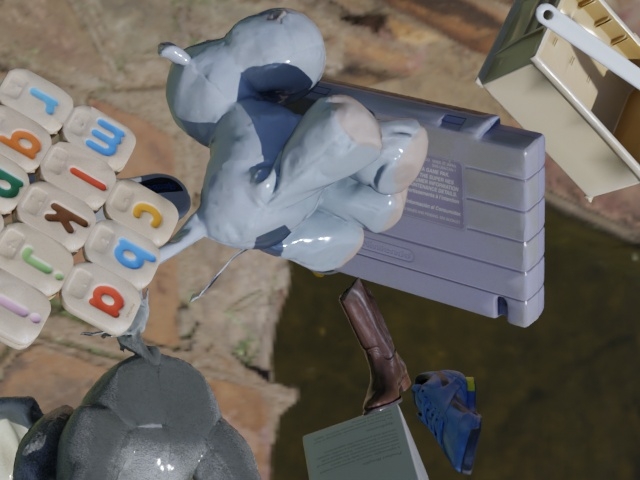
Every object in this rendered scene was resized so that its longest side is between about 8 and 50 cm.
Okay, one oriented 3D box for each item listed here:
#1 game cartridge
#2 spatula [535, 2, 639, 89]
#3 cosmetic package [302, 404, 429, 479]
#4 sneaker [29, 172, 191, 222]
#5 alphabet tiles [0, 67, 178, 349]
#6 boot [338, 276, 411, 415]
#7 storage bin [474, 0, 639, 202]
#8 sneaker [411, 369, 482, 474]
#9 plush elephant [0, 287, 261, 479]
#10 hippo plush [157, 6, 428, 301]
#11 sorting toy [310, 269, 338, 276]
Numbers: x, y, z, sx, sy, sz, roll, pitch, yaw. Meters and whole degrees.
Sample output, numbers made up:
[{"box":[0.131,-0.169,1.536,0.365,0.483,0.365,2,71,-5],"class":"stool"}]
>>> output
[{"box":[0.083,-0.053,1.489,0.068,0.355,0.230,-35,132,-46],"class":"game cartridge"},{"box":[0.307,-0.171,1.102,0.242,0.019,0.168,33,98,-6],"class":"spatula"},{"box":[0.076,0.359,1.884,0.183,0.151,0.151,-101,170,-59],"class":"cosmetic package"},{"box":[-0.259,-0.018,1.477,0.217,0.121,0.079,3,58,-37],"class":"sneaker"},{"box":[-0.273,-0.037,1.219,0.278,0.021,0.284,30,45,-12],"class":"alphabet tiles"},{"box":[0.041,0.094,1.216,0.114,0.037,0.106,68,17,-5],"class":"boot"},{"box":[0.381,-0.237,1.881,0.262,0.123,0.260,42,55,-21],"class":"storage bin"},{"box":[0.146,0.214,1.594,0.082,0.209,0.069,12,109,-3],"class":"sneaker"},{"box":[-0.224,0.245,1.426,0.272,0.255,0.330,4,51,-32],"class":"plush elephant"},{"box":[-0.054,-0.102,1.399,0.236,0.294,0.234,63,10,28],"class":"hippo plush"},{"box":[0.000,0.000,1.692,0.083,0.045,0.075,36,42,-5],"class":"sorting toy"}]
